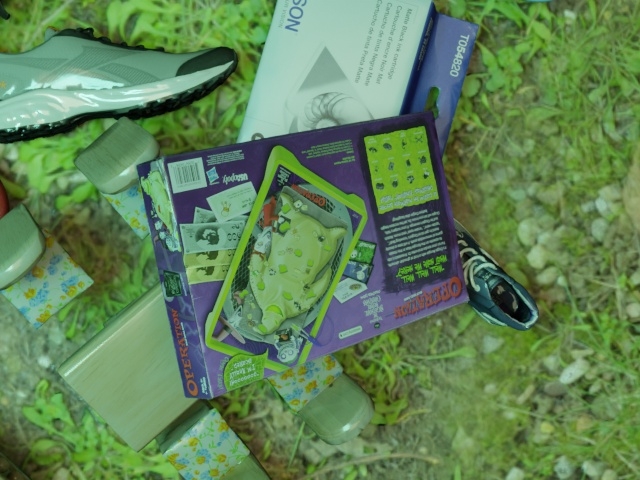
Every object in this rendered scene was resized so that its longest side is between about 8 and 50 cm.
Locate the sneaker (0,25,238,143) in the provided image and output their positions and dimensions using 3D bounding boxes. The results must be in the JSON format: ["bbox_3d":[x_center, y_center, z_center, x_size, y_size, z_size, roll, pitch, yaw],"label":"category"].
[{"bbox_3d":[-0.217,-0.171,1.051,0.272,0.100,0.108,-11,90,-12],"label":"sneaker"}]

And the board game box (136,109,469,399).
[{"bbox_3d":[0.000,0.000,0.981,0.347,0.056,0.208,-15,92,-42],"label":"board game box"}]

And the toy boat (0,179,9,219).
[{"bbox_3d":[-0.401,-0.059,0.986,0.151,0.151,0.231,-37,100,-8],"label":"toy boat"}]

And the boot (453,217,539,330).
[{"bbox_3d":[0.163,0.025,1.151,0.190,0.086,0.069,41,84,-12],"label":"boot"}]

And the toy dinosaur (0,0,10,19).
[{"bbox_3d":[-0.373,-0.327,1.005,0.218,0.164,0.322,27,109,1],"label":"toy dinosaur"}]

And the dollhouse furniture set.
[{"bbox_3d":[-0.178,0.157,0.950,0.394,0.256,0.362,-41,117,-8],"label":"dollhouse furniture set"}]

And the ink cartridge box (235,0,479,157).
[{"bbox_3d":[0.042,-0.164,1.118,0.224,0.045,0.223,15,89,-4],"label":"ink cartridge box"}]
